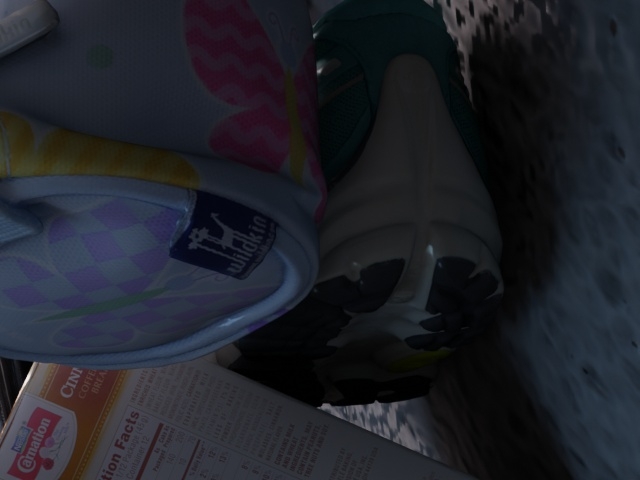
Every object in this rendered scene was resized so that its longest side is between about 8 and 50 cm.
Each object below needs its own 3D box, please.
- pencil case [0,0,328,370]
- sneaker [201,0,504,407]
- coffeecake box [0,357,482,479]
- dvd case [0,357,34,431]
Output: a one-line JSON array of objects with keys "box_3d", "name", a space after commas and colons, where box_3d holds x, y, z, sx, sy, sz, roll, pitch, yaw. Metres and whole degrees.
[{"box_3d": [-0.066, -0.098, 0.515, 0.113, 0.124, 0.273, -31, 50, 42], "name": "pencil case"}, {"box_3d": [0.000, 0.000, 0.626, 0.275, 0.107, 0.110, 135, 135, -67], "name": "sneaker"}, {"box_3d": [-0.021, 0.101, 0.603, 0.142, 0.185, 0.068, 127, 167, -71], "name": "coffeecake box"}, {"box_3d": [-0.088, -0.043, 0.715, 0.221, 0.018, 0.165, -66, -19, -44], "name": "dvd case"}]
